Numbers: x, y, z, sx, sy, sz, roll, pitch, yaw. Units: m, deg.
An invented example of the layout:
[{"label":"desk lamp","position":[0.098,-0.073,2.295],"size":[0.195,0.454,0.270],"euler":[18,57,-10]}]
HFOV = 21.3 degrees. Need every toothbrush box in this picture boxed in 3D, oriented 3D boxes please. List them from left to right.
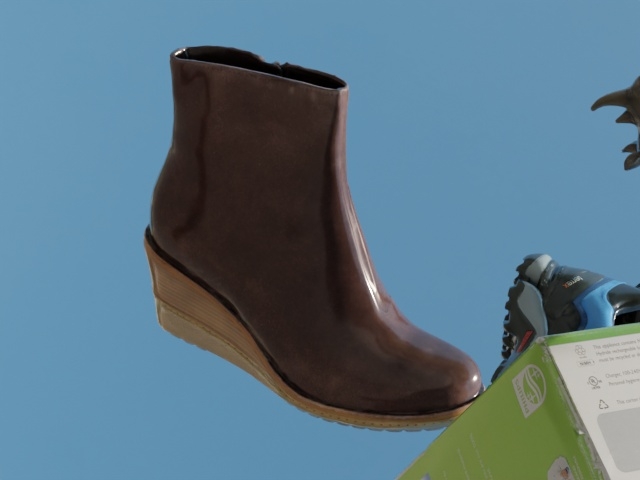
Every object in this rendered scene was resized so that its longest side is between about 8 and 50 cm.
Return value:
[{"label":"toothbrush box","position":[0.156,0.154,0.920],"size":[0.283,0.206,0.122],"euler":[-57,-134,51]}]

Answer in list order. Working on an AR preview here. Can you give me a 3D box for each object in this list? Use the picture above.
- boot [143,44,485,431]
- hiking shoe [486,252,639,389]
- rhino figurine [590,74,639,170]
[{"label":"boot","position":[0.000,0.000,1.077],"size":[0.248,0.090,0.206],"euler":[19,-60,18]},{"label":"hiking shoe","position":[0.209,0.148,1.463],"size":[0.132,0.113,0.304],"euler":[9,-117,11]},{"label":"rhino figurine","position":[0.337,-0.075,1.383],"size":[0.073,0.243,0.106],"euler":[-76,-179,-63]}]
